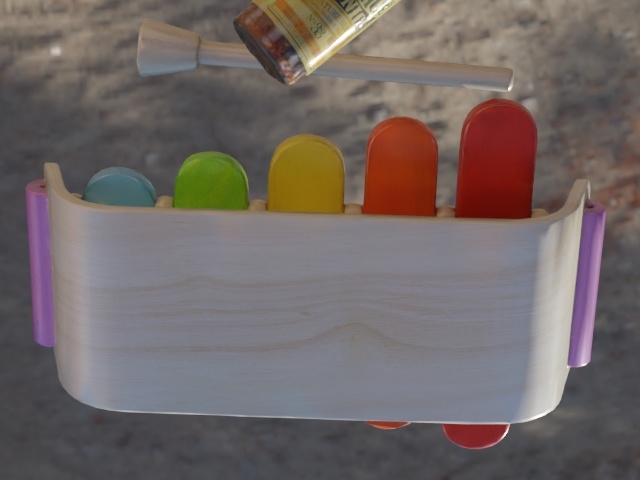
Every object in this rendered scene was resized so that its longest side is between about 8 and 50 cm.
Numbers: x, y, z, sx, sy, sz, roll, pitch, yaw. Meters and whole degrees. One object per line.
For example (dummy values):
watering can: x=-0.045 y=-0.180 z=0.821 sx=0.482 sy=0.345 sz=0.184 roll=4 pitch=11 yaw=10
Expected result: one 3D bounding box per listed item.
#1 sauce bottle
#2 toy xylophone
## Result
sauce bottle: x=0.022 y=-0.121 z=0.685 sx=0.128 sy=0.042 sz=0.042 roll=-41 pitch=152 yaw=-4
toy xylophone: x=0.000 y=0.000 z=0.834 sx=0.323 sy=0.081 sz=0.236 roll=9 pitch=112 yaw=-2
